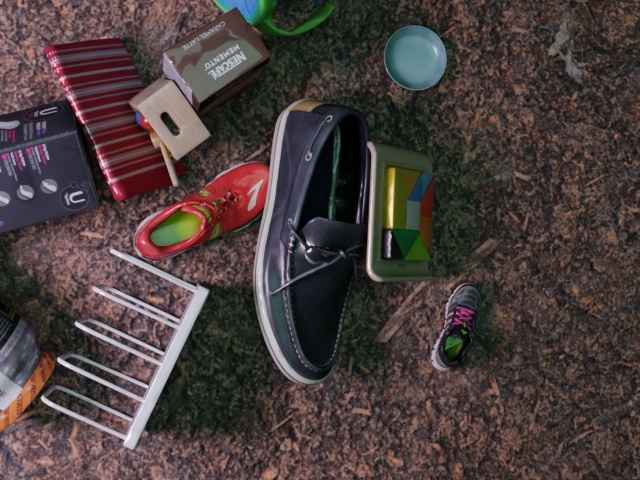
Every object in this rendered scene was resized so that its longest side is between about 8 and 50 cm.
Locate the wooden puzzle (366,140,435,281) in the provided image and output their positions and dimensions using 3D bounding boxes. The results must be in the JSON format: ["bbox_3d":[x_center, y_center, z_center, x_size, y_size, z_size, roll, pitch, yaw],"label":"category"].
[{"bbox_3d":[0.148,-0.047,1.667,0.044,0.221,0.238,-3,87,32],"label":"wooden puzzle"}]

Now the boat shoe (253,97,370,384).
[{"bbox_3d":[0.000,0.000,1.633,0.187,0.156,0.499,7,86,-44],"label":"boat shoe"}]

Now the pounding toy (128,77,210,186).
[{"bbox_3d":[-0.252,-0.181,1.576,0.100,0.130,0.141,-38,111,-8],"label":"pounding toy"}]

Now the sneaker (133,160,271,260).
[{"bbox_3d":[-0.191,-0.044,1.641,0.279,0.118,0.107,-32,96,-9],"label":"sneaker"}]

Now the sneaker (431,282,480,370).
[{"bbox_3d":[0.256,0.160,1.738,0.063,0.075,0.170,23,86,-9],"label":"sneaker"}]

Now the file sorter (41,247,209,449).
[{"bbox_3d":[-0.322,0.170,1.582,0.173,0.193,0.277,25,85,-6],"label":"file sorter"}]

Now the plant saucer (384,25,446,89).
[{"bbox_3d":[0.173,-0.335,1.755,0.119,0.021,0.119,0,90,-11],"label":"plant saucer"}]

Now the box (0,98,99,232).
[{"bbox_3d":[-0.512,-0.111,1.544,0.271,0.165,0.143,-16,121,-9],"label":"box"}]

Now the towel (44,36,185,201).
[{"bbox_3d":[-0.340,-0.205,1.595,0.031,0.199,0.274,-23,95,28],"label":"towel"}]

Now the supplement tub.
[{"bbox_3d":[-0.595,0.155,1.517,0.316,0.193,0.193,42,83,-17],"label":"supplement tub"}]

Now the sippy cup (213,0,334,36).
[{"bbox_3d":[-0.088,-0.521,1.621,0.224,0.305,0.240,-39,57,-18],"label":"sippy cup"}]

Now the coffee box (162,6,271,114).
[{"bbox_3d":[-0.179,-0.284,1.580,0.141,0.246,0.098,-35,95,-8],"label":"coffee box"}]
